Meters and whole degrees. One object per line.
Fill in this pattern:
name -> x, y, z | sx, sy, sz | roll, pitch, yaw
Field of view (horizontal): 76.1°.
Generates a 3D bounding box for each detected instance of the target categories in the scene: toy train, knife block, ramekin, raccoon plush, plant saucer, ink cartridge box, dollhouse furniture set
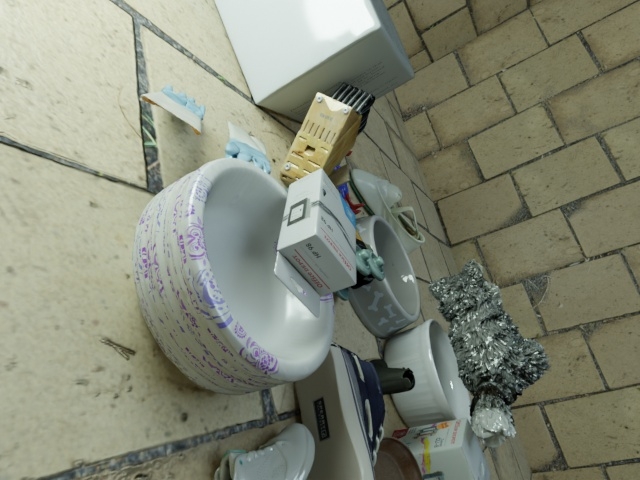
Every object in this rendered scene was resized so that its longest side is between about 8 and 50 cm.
toy train -> 0.015, 0.013, 0.851 | 0.334, 0.142, 0.190 | 20, 42, -59
knife block -> 0.032, -0.245, 0.983 | 0.088, 0.275, 0.242 | 29, 9, 12
ramekin -> 0.277, 0.357, 1.071 | 0.277, 0.135, 0.277 | 46, 31, -39
raccoon plush -> 0.382, 0.219, 0.972 | 0.299, 0.216, 0.446 | 60, 16, 5
plant saucer -> 0.118, 0.460, 0.731 | 0.199, 0.036, 0.198 | 24, 55, -38
ink cartridge box -> 0.240, 0.467, 0.847 | 0.128, 0.176, 0.127 | -9, 77, -65
dollhouse furniture set -> 0.052, -0.132, 1.052 | 0.151, 0.123, 0.144 | 45, 33, -40
ink cartridge box -> 0.000, 0.000, 0.554 | 0.104, 0.060, 0.180 | 51, 28, -34

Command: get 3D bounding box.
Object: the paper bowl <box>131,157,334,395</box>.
paper bowl -> -0.112, 0.050, 0.531 | 0.284, 0.148, 0.284 | 45, 32, -39

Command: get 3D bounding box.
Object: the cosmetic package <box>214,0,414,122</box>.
cosmetic package -> 0.002, -0.531, 1.058 | 0.394, 0.327, 0.329 | -12, 79, -66

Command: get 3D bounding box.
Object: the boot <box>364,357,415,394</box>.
boot -> 0.148, 0.289, 0.864 | 0.198, 0.137, 0.077 | -15, 83, -66

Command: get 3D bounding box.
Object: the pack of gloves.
pack of gloves -> -0.173, -0.164, 0.644 | 0.195, 0.046, 0.232 | 30, 15, -22

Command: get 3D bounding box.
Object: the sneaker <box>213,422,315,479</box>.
sneaker -> -0.078, 0.281, 0.495 | 0.094, 0.080, 0.212 | 53, 26, -1

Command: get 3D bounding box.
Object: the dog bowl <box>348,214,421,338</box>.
dog bowl -> 0.169, 0.087, 1.131 | 0.349, 0.102, 0.348 | 46, 31, -39

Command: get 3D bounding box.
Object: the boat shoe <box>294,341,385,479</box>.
boat shoe -> 0.055, 0.329, 0.645 | 0.158, 0.127, 0.340 | 31, 41, -41

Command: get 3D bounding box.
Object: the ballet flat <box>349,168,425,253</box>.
ballet flat -> 0.249, -0.113, 1.433 | 0.400, 0.139, 0.139 | 52, 28, -29

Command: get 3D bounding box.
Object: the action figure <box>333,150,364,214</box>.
action figure -> 0.071, -0.220, 1.165 | 0.280, 0.139, 0.091 | 58, 24, -13
